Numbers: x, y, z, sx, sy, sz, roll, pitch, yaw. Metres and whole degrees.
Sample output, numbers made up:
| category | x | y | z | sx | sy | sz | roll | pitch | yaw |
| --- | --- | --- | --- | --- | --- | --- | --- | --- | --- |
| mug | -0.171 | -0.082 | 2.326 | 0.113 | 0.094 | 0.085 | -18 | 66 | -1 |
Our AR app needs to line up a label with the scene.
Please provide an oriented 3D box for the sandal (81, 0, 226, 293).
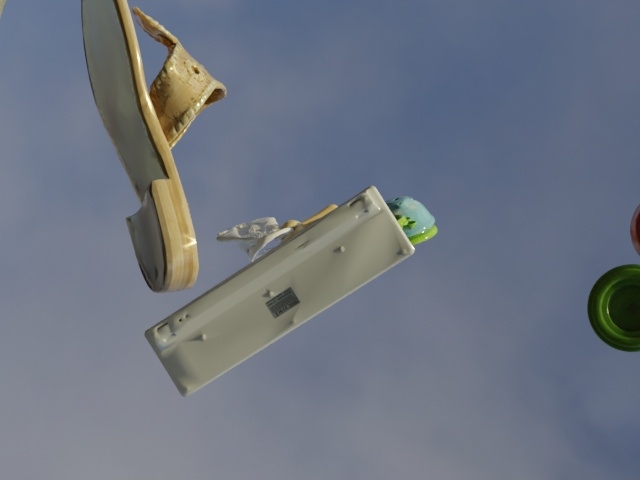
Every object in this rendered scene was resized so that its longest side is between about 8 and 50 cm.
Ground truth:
| category | x | y | z | sx | sy | sz | roll | pitch | yaw |
| --- | --- | --- | --- | --- | --- | --- | --- | --- | --- |
| sandal | -0.100 | -0.083 | 1.023 | 0.088 | 0.079 | 0.240 | -39 | -118 | 60 |

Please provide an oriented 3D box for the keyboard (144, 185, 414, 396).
| category | x | y | z | sx | sy | sz | roll | pitch | yaw |
| --- | --- | --- | --- | --- | --- | --- | --- | --- | --- |
| keyboard | -0.039 | 0.048 | 1.359 | 0.256 | 0.072 | 0.014 | -33 | -177 | 11 |

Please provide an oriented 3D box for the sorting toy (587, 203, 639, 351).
| category | x | y | z | sx | sy | sz | roll | pitch | yaw |
| --- | --- | --- | --- | --- | --- | --- | --- | --- | --- |
| sorting toy | 0.201 | 0.021 | 0.885 | 0.061 | 0.042 | 0.102 | 28 | -87 | 19 |

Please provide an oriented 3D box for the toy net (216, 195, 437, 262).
| category | x | y | z | sx | sy | sz | roll | pitch | yaw |
| --- | --- | --- | --- | --- | --- | --- | --- | --- | --- |
| toy net | 0.000 | 0.000 | 1.554 | 0.232 | 0.045 | 0.122 | -9 | -162 | 18 |

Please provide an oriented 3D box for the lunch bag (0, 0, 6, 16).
| category | x | y | z | sx | sy | sz | roll | pitch | yaw |
| --- | --- | --- | --- | --- | --- | --- | --- | --- | --- |
| lunch bag | -0.526 | -0.258 | 1.876 | 0.169 | 0.235 | 0.287 | 39 | -68 | 9 |
